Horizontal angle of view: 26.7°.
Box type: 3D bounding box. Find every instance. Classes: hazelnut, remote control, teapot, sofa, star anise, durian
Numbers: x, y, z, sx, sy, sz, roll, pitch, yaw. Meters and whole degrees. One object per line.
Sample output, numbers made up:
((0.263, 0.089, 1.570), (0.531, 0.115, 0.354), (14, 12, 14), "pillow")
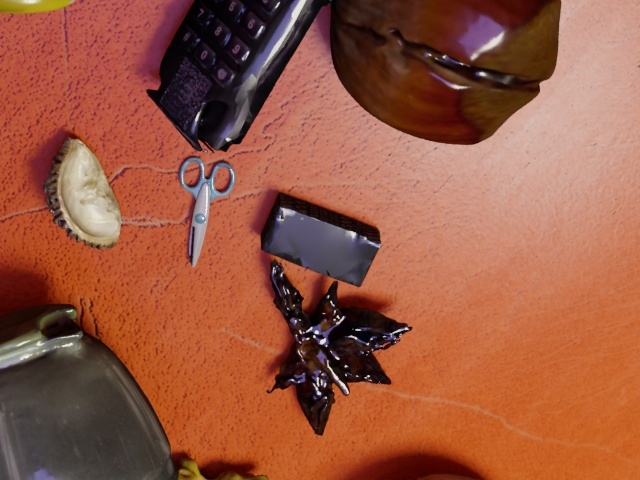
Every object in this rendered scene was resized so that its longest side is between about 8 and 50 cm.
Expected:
((0.109, -0.192, 1.261), (0.180, 0.181, 0.212), (5, 126, -27), "hazelnut")
((-0.023, -0.265, 1.247), (0.062, 0.144, 0.399), (14, 116, -48), "remote control")
((-0.315, 0.187, 1.425), (0.239, 0.321, 0.239), (-23, 101, -36), "teapot")
((0.000, 0.000, 1.418), (0.117, 0.039, 0.060), (20, 111, -11), "sofa")
((0.019, 0.115, 1.463), (0.157, 0.053, 0.213), (0, 113, -2), "star anise")
((-0.246, -0.041, 1.378), (0.066, 0.052, 0.130), (-19, 114, 3), "durian")

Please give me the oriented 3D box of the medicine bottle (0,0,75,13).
((-0.275, -0.320, 1.210), (0.121, 0.122, 0.213), (2, 114, -4), "medicine bottle")

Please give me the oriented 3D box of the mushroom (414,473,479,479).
((0.130, 0.373, 1.526), (0.226, 0.178, 0.227), (1, 89, -37), "mushroom")

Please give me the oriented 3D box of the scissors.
((-0.124, -0.028, 1.411), (0.058, 0.014, 0.119), (8, 110, -6), "scissors")

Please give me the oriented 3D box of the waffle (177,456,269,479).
((-0.138, 0.334, 1.552), (0.229, 0.057, 0.219), (-15, 114, 3), "waffle")
